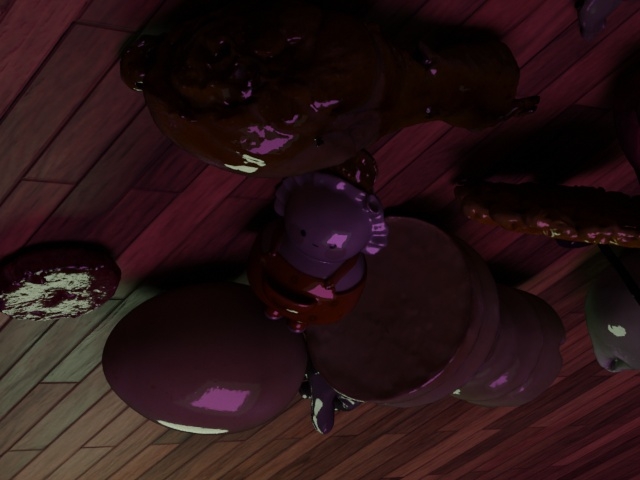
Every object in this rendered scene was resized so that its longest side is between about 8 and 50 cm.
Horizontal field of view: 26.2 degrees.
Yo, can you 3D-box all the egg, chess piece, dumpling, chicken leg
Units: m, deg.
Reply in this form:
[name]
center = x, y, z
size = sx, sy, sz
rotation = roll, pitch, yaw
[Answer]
[egg]
center = -0.140, 0.144, 1.686
size = 0.253, 0.189, 0.188
rotation = 0, 152, -16
[chess piece]
center = 0.180, 0.120, 1.825
size = 0.234, 0.234, 0.442
rotation = -27, 158, 22
[dumpling]
center = 0.517, 0.102, 1.988
size = 0.270, 0.212, 0.320
rotation = -7, -172, -40
[chicken leg]
center = 0.036, -0.141, 1.276
size = 0.429, 0.153, 0.201
rotation = -6, 167, -39

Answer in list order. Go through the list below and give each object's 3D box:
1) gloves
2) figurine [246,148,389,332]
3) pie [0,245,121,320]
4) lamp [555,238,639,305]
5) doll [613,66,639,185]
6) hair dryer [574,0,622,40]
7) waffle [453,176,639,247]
[gloves]
center = 0.015, 0.178, 1.938
size = 0.119, 0.142, 0.285
rotation = 15, 153, -1
[figurine]
center = 0.002, -0.003, 1.561
size = 0.143, 0.143, 0.271
rotation = 3, 125, -36
[pie]
center = -0.299, 0.049, 1.565
size = 0.154, 0.036, 0.154
rotation = -14, 156, -6
[lamp]
center = 0.459, 0.091, 1.797
size = 0.108, 0.371, 0.130
rotation = -34, 157, -13
[doll]
center = 0.452, -0.146, 1.495
size = 0.255, 0.152, 0.196
rotation = -19, 169, -5
[hair dryer]
center = 0.219, -0.240, 1.264
size = 0.219, 0.088, 0.225
rotation = 2, 166, -22
[waffle]
center = 0.292, -0.034, 1.608
size = 0.291, 0.051, 0.291
rotation = 6, -171, -1
